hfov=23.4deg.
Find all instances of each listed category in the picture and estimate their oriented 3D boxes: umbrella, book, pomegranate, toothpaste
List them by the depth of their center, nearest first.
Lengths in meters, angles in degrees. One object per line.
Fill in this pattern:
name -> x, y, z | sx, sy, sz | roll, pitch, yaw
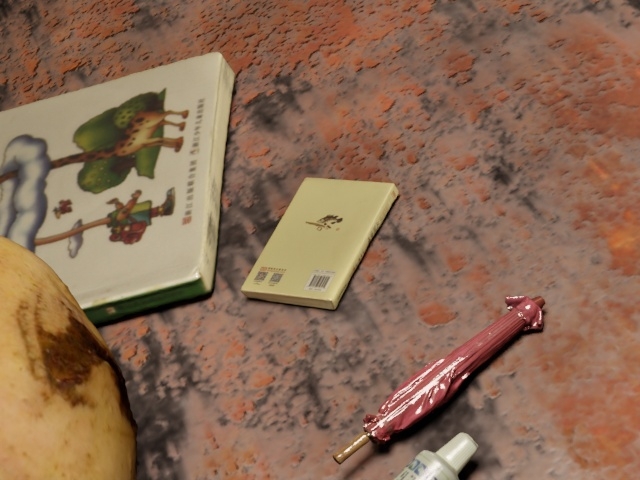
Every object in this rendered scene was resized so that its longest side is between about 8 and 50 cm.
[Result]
toothpaste -> 0.018, 0.181, 0.874 | 0.197, 0.029, 0.048 | -44, 39, -13
pomegranate -> -0.256, 0.131, 0.899 | 0.322, 0.322, 0.322 | -16, 41, 15
umbrella -> 0.074, 0.085, 0.945 | 0.165, 0.025, 0.027 | -36, 21, -13
book -> 0.000, 0.000, 1.086 | 0.077, 0.014, 0.111 | 6, 51, 33
book -> -0.249, -0.015, 1.228 | 0.371, 0.043, 0.260 | -15, 42, 16
